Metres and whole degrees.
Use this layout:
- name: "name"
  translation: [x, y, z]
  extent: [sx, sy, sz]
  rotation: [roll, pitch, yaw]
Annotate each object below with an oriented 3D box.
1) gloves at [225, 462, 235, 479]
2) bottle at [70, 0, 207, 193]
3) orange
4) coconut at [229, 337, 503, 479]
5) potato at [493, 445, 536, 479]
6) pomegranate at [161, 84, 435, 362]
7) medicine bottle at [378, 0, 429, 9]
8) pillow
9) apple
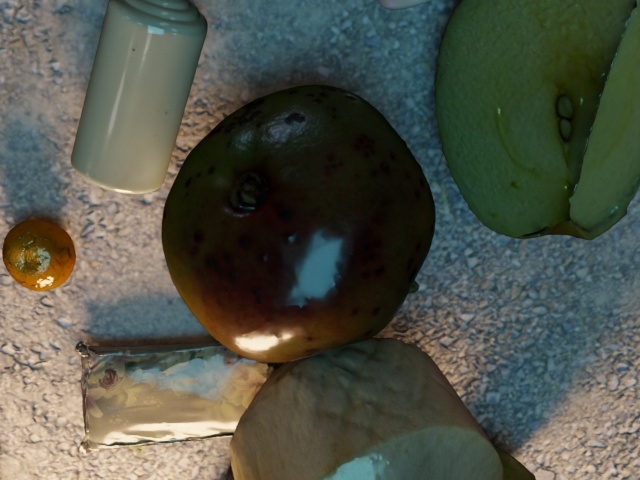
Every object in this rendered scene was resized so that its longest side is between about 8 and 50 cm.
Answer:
- name: "gloves"
  translation: [-0.093, 0.388, 1.428]
  extent: [0.142, 0.119, 0.285]
  rotation: [20, 100, -2]
- name: "bottle"
  translation: [-0.181, -0.175, 1.144]
  extent: [0.104, 0.104, 0.245]
  rotation: [14, 115, -11]
- name: "orange"
  translation: [-0.313, 0.016, 1.247]
  extent: [0.083, 0.070, 0.083]
  rotation: [2, 106, 7]
- name: "coconut"
  translation: [0.049, 0.274, 1.222]
  extent: [0.329, 0.328, 0.328]
  rotation: [-2, 116, -4]
- name: "potato"
  translation: [0.169, 0.314, 1.377]
  extent: [0.182, 0.202, 0.117]
  rotation: [-34, 98, 21]
- name: "pomegranate"
  translation: [-0.009, -0.023, 1.183]
  extent: [0.291, 0.323, 0.290]
  rotation: [4, 100, 22]
- name: "medicine bottle"
  translation: [0.070, -0.329, 1.089]
  extent: [0.103, 0.102, 0.186]
  rotation: [-23, 115, 7]
- name: "pillow"
  translation: [-0.169, 0.180, 1.348]
  extent: [0.255, 0.059, 0.169]
  rotation: [-2, 114, -3]
- name: "apple"
  translation: [0.257, -0.167, 1.141]
  extent: [0.254, 0.179, 0.346]
  rotation: [4, 119, -10]
